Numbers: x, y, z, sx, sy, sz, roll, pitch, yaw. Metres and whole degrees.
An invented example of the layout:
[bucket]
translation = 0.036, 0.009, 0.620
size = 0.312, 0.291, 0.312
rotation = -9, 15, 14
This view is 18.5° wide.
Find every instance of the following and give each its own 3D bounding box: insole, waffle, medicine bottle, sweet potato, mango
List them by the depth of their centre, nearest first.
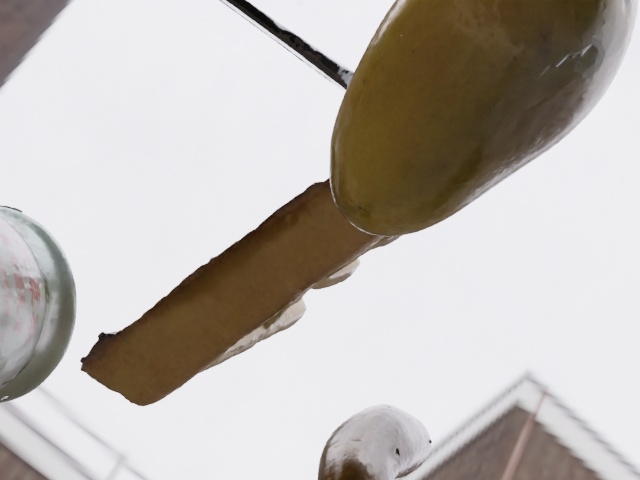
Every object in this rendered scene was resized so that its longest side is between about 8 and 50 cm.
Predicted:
[mango]
translation = 0.061, -0.065, 0.777
size = 0.161, 0.103, 0.076
rotation = -51, -122, 16
[insole]
translation = -0.104, -0.146, 0.864
size = 0.309, 0.110, 0.012
rotation = 31, -87, -31
[medicine bottle]
translation = -0.257, 0.043, 1.344
size = 0.147, 0.143, 0.147
rotation = -1, -93, 23
[waffle]
translation = 0.000, -0.001, 1.571
size = 0.348, 0.304, 0.077
rotation = -37, -94, 28
[sweet potato]
translation = 0.050, 0.213, 1.765
size = 0.079, 0.346, 0.108
rotation = -37, -80, 21
